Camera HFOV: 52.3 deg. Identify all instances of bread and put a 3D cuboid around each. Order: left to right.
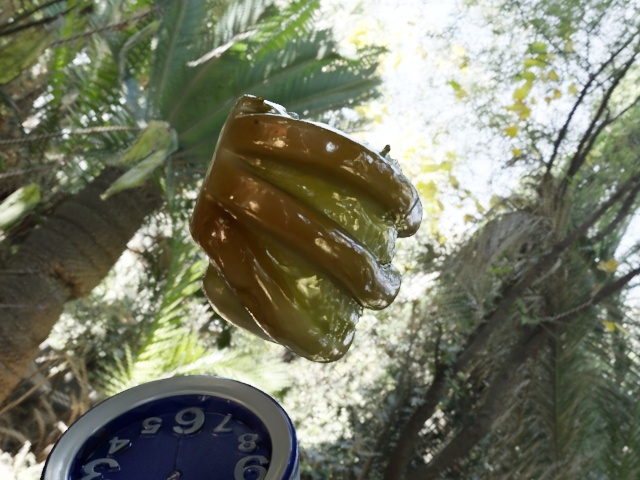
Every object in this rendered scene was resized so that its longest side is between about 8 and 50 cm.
[{"bbox_3d":[0.000,0.000,0.747,0.212,0.270,0.316,8,-16,26],"label":"bread"}]

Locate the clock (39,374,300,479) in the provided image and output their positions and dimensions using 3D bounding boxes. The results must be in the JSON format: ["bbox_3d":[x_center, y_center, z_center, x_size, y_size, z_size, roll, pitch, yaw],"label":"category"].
[{"bbox_3d":[-0.134,0.224,0.608,0.230,0.231,0.083,33,-48,47],"label":"clock"}]
